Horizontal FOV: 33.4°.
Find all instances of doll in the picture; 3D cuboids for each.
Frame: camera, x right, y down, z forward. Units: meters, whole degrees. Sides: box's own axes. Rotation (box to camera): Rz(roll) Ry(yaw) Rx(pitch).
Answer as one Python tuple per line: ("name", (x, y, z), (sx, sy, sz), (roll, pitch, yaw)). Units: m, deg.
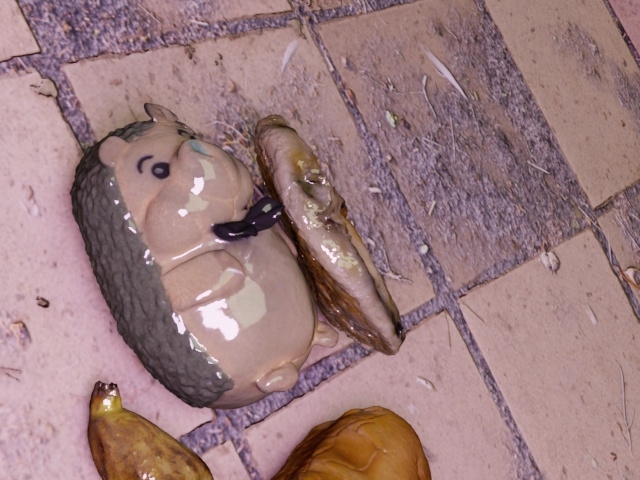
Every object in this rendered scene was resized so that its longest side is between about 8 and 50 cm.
("doll", (-0.136, 0.020, 1.197), (0.349, 0.247, 0.247), (55, 43, -1))

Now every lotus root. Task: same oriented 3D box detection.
("lotus root", (-0.192, 0.238, 1.146), (0.191, 0.094, 0.108), (46, 4, -1))

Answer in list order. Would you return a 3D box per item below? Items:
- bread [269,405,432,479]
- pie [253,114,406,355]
("bread", (0.024, 0.325, 1.200), (0.195, 0.149, 0.344), (62, 26, -7))
("pie", (0.001, 0.000, 1.324), (0.077, 0.339, 0.339), (-30, 91, -6))
